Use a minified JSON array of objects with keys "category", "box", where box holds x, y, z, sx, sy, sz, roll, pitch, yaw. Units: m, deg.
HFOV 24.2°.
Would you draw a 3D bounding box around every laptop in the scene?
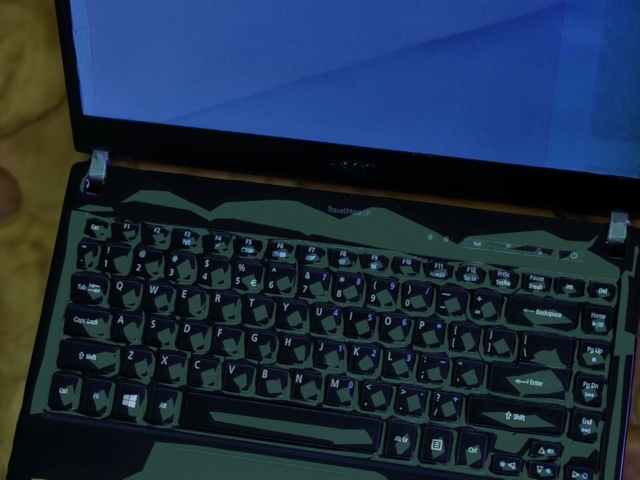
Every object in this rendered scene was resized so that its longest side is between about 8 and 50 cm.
[{"category":"laptop","box":[0.000,0.000,0.525,0.234,0.136,0.264,7,76,10]}]
